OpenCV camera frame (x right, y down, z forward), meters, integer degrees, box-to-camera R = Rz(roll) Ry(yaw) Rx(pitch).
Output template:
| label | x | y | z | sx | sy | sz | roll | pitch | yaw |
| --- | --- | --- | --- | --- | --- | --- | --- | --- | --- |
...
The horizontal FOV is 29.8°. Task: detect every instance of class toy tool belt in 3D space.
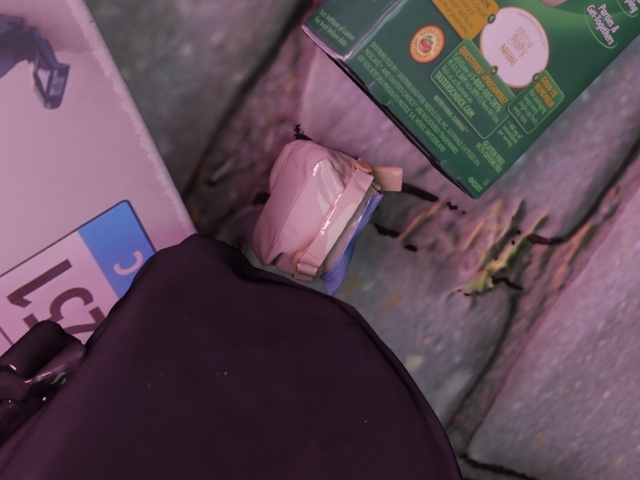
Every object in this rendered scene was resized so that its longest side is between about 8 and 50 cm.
| label | x | y | z | sx | sy | sz | roll | pitch | yaw |
| --- | --- | --- | --- | --- | --- | --- | --- | --- | --- |
| toy tool belt | 0.000 | 0.000 | 0.513 | 0.051 | 0.052 | 0.083 | 14 | 113 | -29 |

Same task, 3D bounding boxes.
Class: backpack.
| label | x | y | z | sx | sy | sz | roll | pitch | yaw |
| --- | --- | --- | --- | --- | --- | --- | --- | --- | --- |
| backpack | -0.058 | 0.229 | 0.438 | 0.273 | 0.290 | 0.355 | 29 | 132 | -2 |

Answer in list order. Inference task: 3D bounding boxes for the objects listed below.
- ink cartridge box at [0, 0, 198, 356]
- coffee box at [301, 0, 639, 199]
| label | x | y | z | sx | sy | sz | roll | pitch | yaw |
| --- | --- | --- | --- | --- | --- | --- | --- | --- | --- |
| ink cartridge box | -0.185 | -0.007 | 0.352 | 0.261 | 0.066 | 0.296 | -32 | 142 | -10 |
| coffee box | 0.093 | -0.116 | 0.498 | 0.184 | 0.040 | 0.113 | -47 | 133 | 4 |
